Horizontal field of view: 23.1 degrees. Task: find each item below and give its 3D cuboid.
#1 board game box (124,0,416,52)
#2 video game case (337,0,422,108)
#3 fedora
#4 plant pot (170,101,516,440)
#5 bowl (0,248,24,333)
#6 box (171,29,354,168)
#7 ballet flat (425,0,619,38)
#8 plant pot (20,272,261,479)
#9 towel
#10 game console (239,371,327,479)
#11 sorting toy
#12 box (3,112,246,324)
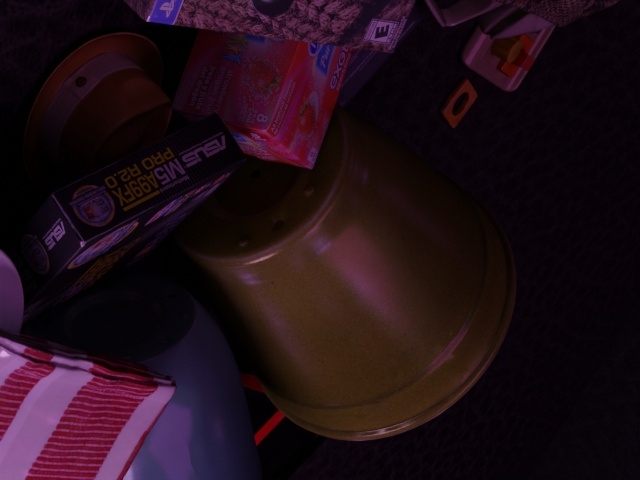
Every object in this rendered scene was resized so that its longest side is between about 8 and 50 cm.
[{"bbox_3d":[-0.032,-0.312,1.389,0.291,0.141,0.232,0,124,-41],"label":"board game box"},{"bbox_3d":[0.032,-0.279,1.883,0.196,0.026,0.274,-49,153,-12],"label":"video game case"},{"bbox_3d":[-0.215,-0.118,1.602,0.194,0.079,0.194,-40,149,-29],"label":"fedora"},{"bbox_3d":[0.000,0.000,1.837,0.366,0.366,0.353,-51,142,-7],"label":"plant pot"},{"bbox_3d":[-0.428,0.090,1.430,0.298,0.134,0.298,-40,149,-29],"label":"bowl"},{"bbox_3d":[-0.041,-0.221,1.647,0.128,0.122,0.257,37,70,-62],"label":"box"},{"bbox_3d":[0.230,-0.343,2.011,0.182,0.164,0.483,-46,158,23],"label":"ballet flat"},{"bbox_3d":[-0.216,0.179,1.731,0.293,0.293,0.235,-31,132,-39],"label":"plant pot"},{"bbox_3d":[-0.305,0.199,1.477,0.329,0.037,0.237,20,105,-47],"label":"towel"},{"bbox_3d":[-0.173,0.332,2.140,0.386,0.060,0.342,-47,151,11],"label":"game console"},{"bbox_3d":[0.293,-0.304,2.251,0.348,0.047,0.196,-59,153,8],"label":"sorting toy"},{"bbox_3d":[-0.222,-0.011,1.593,0.216,0.060,0.270,-31,175,-39],"label":"box"}]
